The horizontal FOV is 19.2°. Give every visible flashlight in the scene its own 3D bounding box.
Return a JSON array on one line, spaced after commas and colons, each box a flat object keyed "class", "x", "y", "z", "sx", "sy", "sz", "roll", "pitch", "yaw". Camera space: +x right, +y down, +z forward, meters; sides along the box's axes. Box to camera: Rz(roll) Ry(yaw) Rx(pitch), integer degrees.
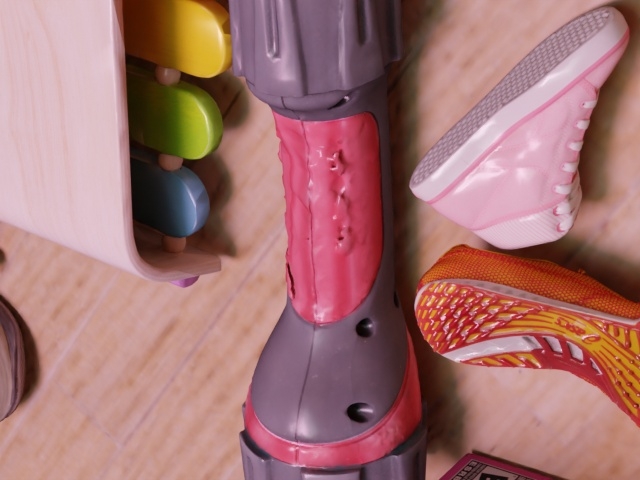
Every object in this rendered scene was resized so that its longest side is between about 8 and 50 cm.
[{"class": "flashlight", "x": 0.000, "y": 0.000, "z": 0.934, "sx": 0.103, "sy": 0.103, "sz": 0.304, "roll": -133, "pitch": 32, "yaw": -53}]

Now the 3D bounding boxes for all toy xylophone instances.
[{"class": "toy xylophone", "x": -0.142, "y": -0.129, "z": 0.987, "sx": 0.236, "sy": 0.081, "sz": 0.322, "roll": 28, "pitch": 127, "yaw": 28}]

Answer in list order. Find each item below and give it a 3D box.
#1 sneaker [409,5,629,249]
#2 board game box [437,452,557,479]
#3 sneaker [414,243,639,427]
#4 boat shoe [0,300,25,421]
[{"class": "sneaker", "x": 0.109, "y": -0.047, "z": 0.879, "sx": 0.070, "sy": 0.051, "sz": 0.134, "roll": 40, "pitch": 122, "yaw": -11}, {"class": "board game box", "x": 0.149, "y": 0.223, "z": 0.873, "sx": 0.303, "sy": 0.224, "sz": 0.097, "roll": 16, "pitch": 120, "yaw": 28}, {"class": "sneaker", "x": 0.133, "y": 0.040, "z": 0.900, "sx": 0.175, "sy": 0.067, "sz": 0.064, "roll": 22, "pitch": 123, "yaw": 5}, {"class": "boat shoe", "x": -0.339, "y": 0.042, "z": 1.193, "sx": 0.324, "sy": 0.116, "sz": 0.123, "roll": 19, "pitch": 123, "yaw": 26}]
